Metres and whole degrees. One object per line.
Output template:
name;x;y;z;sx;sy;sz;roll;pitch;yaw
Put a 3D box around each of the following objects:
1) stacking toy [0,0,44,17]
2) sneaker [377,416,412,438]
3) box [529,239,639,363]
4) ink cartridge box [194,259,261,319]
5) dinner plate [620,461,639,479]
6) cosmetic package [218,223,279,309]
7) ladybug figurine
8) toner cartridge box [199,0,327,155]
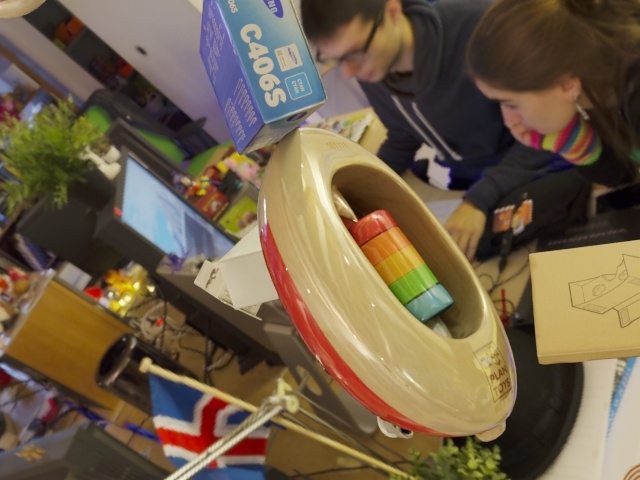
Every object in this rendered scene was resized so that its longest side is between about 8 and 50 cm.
stacking toy;-0.409;-0.362;0.678;0.141;0.141;0.330;-48;-10;0
sneaker;0.163;0.293;1.353;0.132;0.086;0.229;159;103;-73
box;0.341;0.061;0.740;0.201;0.021;0.164;-9;39;20
ink cartridge box;-0.189;0.106;1.435;0.181;0.104;0.062;19;81;58
dinner plate;0.500;0.395;0.967;0.017;0.141;0.141;105;-178;-55
cosmetic package;0.000;0.000;1.238;0.284;0.098;0.377;-17;10;10
ladybug figurine;0.069;0.063;0.838;0.162;0.305;0.449;-44;71;34
toner cartridge box;-0.085;-0.209;0.826;0.075;0.165;0.348;-23;7;-10
